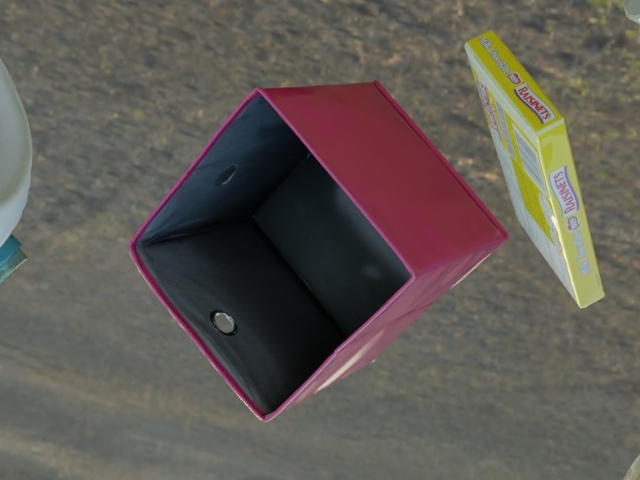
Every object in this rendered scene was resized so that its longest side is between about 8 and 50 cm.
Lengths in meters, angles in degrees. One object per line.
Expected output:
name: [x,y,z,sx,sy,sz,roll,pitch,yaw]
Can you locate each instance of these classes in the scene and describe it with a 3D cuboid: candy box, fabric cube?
candy box: [0.156,-0.046,0.815,0.027,0.105,0.206,-26,139,2]
fabric cube: [0.000,0.000,1.256,0.259,0.254,0.258,-47,166,27]

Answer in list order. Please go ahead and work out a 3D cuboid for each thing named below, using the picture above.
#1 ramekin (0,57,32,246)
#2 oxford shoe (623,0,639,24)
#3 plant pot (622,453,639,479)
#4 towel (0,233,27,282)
ramekin: [-0.275,-0.067,0.598,0.127,0.272,0.273,-35,140,21]
oxford shoe: [0.245,-0.356,0.736,0.130,0.169,0.449,3,126,-3]
plant pot: [0.300,0.171,0.709,0.236,0.032,0.236,-3,123,-5]
towel: [-0.524,-0.018,1.163,0.370,0.271,0.040,44,166,-3]
